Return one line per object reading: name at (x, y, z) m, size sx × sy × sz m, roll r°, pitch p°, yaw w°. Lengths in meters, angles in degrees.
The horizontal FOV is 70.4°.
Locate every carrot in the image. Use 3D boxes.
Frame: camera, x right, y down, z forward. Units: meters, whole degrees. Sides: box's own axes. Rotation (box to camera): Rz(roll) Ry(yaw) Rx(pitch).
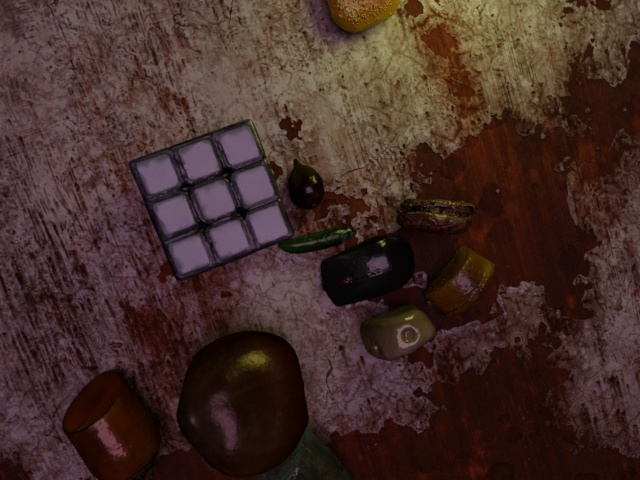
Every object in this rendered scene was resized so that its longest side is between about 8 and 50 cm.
carrot at (-0.545, 0.544, 1.230) m, size 0.193 × 0.214 × 0.331 m, roll -29°, pitch 102°, yaw -3°

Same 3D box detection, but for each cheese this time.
cheese at (0.230, 0.262, 1.325) m, size 0.218 × 0.235 × 0.117 m, roll -18°, pitch 88°, yaw -47°

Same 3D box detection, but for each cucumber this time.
cucumber at (0.000, 0.000, 1.339) m, size 0.250 × 0.056 × 0.056 m, roll -13°, pitch 97°, yaw -5°

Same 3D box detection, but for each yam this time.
yam at (-0.036, 0.702, 1.325) m, size 0.202 × 0.201 × 0.271 m, roll -29°, pitch 118°, yaw 33°

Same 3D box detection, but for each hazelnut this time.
hazelnut at (-0.200, 0.425, 1.202) m, size 0.366 × 0.366 × 0.366 m, roll -1°, pitch 95°, yaw -8°

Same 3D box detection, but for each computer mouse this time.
computer mouse at (0.145, 0.092, 1.351) m, size 0.295 × 0.087 × 0.168 m, roll -22°, pitch 101°, yaw -4°

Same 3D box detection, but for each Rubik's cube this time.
Rubik's cube at (-0.262, -0.103, 1.165) m, size 0.304 × 0.305 × 0.301 m, roll -20°, pitch 98°, yaw -8°

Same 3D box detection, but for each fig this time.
fig at (-0.048, -0.166, 1.300) m, size 0.109 × 0.103 × 0.154 m, roll -43°, pitch 63°, yaw 35°

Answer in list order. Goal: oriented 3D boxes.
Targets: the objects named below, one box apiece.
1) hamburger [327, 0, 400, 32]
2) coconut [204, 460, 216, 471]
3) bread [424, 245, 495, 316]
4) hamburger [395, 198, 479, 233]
hamburger at (0.117, -0.683, 1.266) m, size 0.210 × 0.116 × 0.173 m, roll -27°, pitch 101°, yaw -5°
coconut at (-0.300, 0.635, 1.336) m, size 0.096 × 0.088 × 0.088 m, roll -5°, pitch 96°, yaw -13°
bread at (0.431, 0.126, 1.379) m, size 0.143 × 0.139 × 0.229 m, roll 39°, pitch 87°, yaw -2°
hamburger at (0.332, -0.070, 1.298) m, size 0.231 × 0.231 × 0.107 m, roll 8°, pitch 95°, yaw -9°
